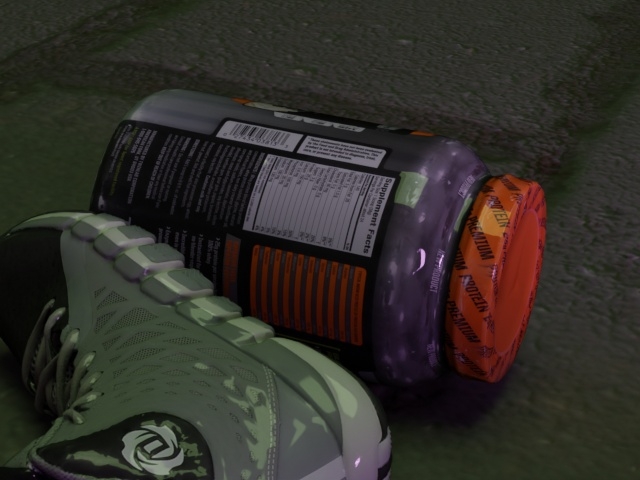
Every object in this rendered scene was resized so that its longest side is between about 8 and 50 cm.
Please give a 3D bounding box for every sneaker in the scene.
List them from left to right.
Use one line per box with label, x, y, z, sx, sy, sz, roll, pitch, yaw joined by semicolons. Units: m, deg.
sneaker;-0.095;0.061;0.553;0.229;0.086;0.132;23;34;36

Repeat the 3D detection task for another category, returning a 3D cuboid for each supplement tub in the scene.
supplement tub;0.000;0.000;0.653;0.190;0.117;0.117;13;26;20
